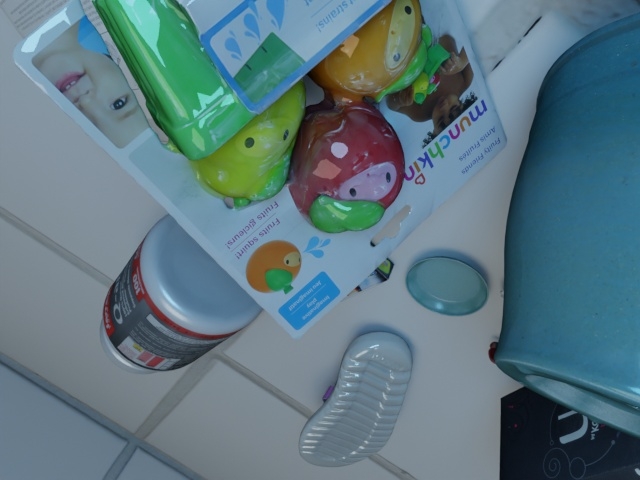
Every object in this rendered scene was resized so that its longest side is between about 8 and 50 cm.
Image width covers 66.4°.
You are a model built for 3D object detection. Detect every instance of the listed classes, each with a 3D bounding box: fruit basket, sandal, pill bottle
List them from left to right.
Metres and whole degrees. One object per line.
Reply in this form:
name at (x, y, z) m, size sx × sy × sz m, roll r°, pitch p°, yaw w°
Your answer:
pill bottle at (-0.255, 0.110, 0.856) m, size 0.210 × 0.210 × 0.363 m, roll 40°, pitch 137°, yaw -12°
fruit basket at (0.009, -0.110, 0.420) m, size 0.353 × 0.327 × 0.165 m, roll 52°, pitch 173°, yaw -30°
sandal at (0.076, 0.316, 0.969) m, size 0.169 × 0.102 × 0.416 m, roll 17°, pitch 126°, yaw -8°

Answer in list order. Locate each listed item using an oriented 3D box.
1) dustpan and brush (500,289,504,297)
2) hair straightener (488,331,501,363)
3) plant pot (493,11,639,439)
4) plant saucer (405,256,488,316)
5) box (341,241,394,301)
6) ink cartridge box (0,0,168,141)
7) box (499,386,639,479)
dustpan and brush at (0.336, 0.058, 0.593) m, size 0.147 × 0.060 × 0.211 m, roll 32°, pitch 131°, yaw 4°
hair straightener at (0.369, 0.178, 0.704) m, size 0.230 × 0.047 × 0.089 m, roll 20°, pitch 137°, yaw 10°
plant pot at (0.264, 0.016, 0.375) m, size 0.271 × 0.255 × 0.271 m, roll 26°, pitch 168°, yaw 6°
plant saucer at (0.184, 0.063, 0.712) m, size 0.119 × 0.021 × 0.119 m, roll 15°, pitch 135°, yaw 16°
box at (0.000, 0.000, 0.741) m, size 0.207 × 0.036 × 0.114 m, roll 43°, pitch 136°, yaw -15°
ink cartridge box at (-0.274, -0.246, 0.556) m, size 0.296 × 0.066 × 0.261 m, roll 16°, pitch 140°, yaw 47°
box at (0.374, 0.261, 0.637) m, size 0.143 × 0.165 × 0.270 m, roll 27°, pitch 137°, yaw -6°
